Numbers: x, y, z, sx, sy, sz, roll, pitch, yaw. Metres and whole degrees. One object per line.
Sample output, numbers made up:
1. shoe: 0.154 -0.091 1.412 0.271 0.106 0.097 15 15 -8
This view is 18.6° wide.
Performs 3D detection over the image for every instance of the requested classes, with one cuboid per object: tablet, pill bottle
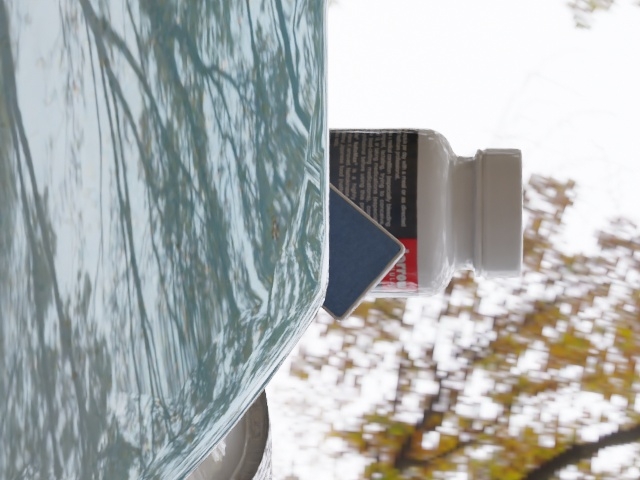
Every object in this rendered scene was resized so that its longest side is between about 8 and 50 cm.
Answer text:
1. tablet: 0.000 0.000 1.049 0.083 0.006 0.054 40 -93 25
2. pill bottle: 0.035 -0.017 1.214 0.180 0.108 0.108 0 -98 5

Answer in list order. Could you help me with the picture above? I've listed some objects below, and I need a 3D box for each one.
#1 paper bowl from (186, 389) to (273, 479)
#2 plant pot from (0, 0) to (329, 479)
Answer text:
1. paper bowl: -0.176 0.146 1.417 0.284 0.284 0.148 31 -41 31
2. plant pot: -0.137 -0.044 0.487 0.248 0.252 0.247 26 -58 51
